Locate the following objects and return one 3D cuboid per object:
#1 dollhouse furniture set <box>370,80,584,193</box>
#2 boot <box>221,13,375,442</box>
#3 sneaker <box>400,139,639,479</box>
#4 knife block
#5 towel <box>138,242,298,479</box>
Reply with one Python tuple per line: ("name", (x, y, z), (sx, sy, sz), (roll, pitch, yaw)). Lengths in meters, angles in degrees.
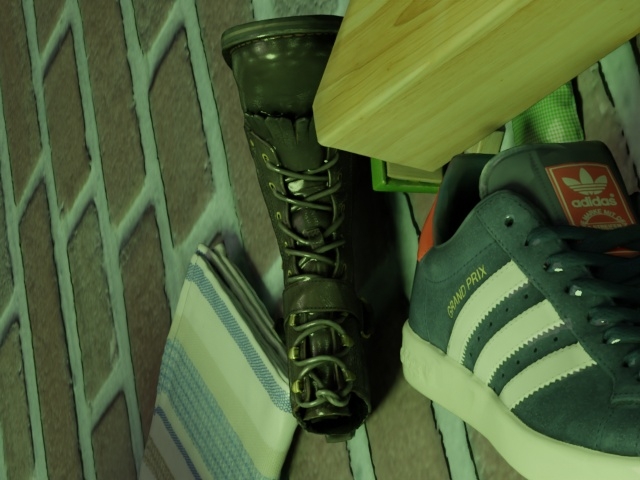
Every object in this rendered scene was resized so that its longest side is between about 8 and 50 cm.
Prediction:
("dollhouse furniture set", (0.088, -0.072, 1.156), (0.152, 0.058, 0.076), (-34, 56, 58))
("boot", (0.000, 0.000, 1.236), (0.263, 0.091, 0.229), (70, -165, -68))
("sneaker", (0.136, 0.030, 0.954), (0.350, 0.131, 0.148), (-157, 70, -64))
("knife block", (0.125, -0.139, 1.018), (0.242, 0.088, 0.275), (37, 110, 54))
("towel", (-0.082, 0.170, 1.496), (0.209, 0.034, 0.285), (52, 133, 52))
